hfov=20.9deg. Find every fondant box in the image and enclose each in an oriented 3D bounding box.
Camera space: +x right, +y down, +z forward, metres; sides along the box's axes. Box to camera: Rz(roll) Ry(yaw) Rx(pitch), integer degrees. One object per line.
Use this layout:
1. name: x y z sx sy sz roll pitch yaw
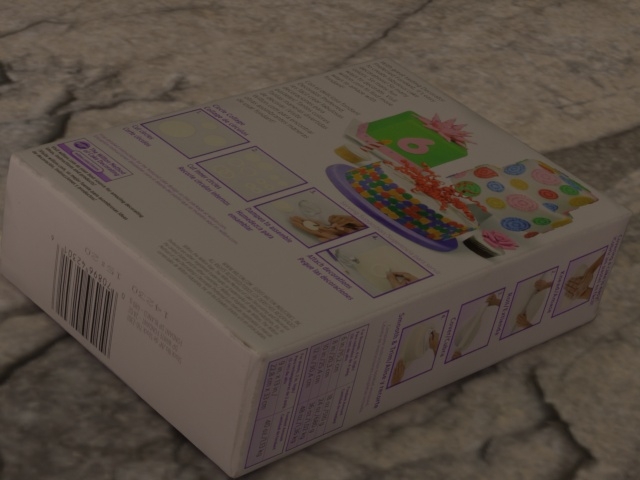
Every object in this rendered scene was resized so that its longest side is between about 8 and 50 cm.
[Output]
1. fondant box: 0.000 0.000 1.105 0.330 0.096 0.238 -20 44 -39
